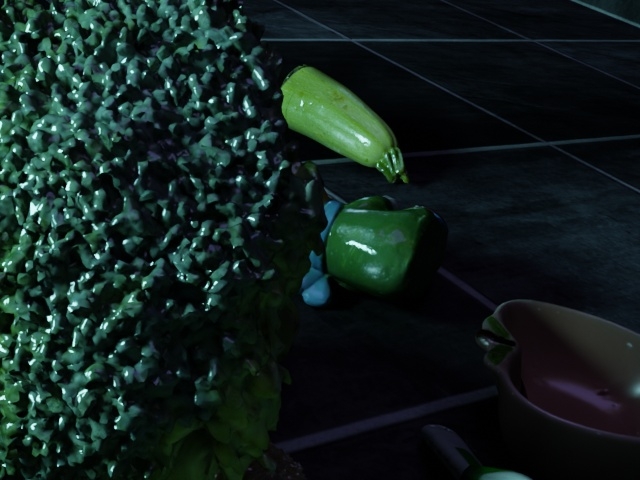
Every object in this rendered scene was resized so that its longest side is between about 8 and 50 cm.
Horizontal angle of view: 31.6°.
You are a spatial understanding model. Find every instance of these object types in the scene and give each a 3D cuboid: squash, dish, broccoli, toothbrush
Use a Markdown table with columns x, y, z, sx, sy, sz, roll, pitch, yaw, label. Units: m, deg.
| x | y | z | sx | sy | sz | roll | pitch | yaw | label |
| --- | --- | --- | --- | --- | --- | --- | --- | --- | --- |
| 0.039 | -0.140 | 1.498 | 0.094 | 0.094 | 0.224 | -15 | 44 | -45 | squash |
| 0.212 | 0.140 | 0.936 | 0.213 | 0.090 | 0.213 | 13 | 24 | -6 | dish |
| -0.107 | 0.040 | 0.753 | 0.275 | 0.397 | 0.353 | 23 | 48 | 19 | broccoli |
| 0.110 | 0.153 | 0.726 | 0.042 | 0.040 | 0.418 | 15 | 0 | -3 | toothbrush |

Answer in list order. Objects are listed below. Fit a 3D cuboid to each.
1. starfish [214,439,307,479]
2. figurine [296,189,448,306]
| x | y | z | sx | sy | sz | roll | pitch | yaw | label |
| --- | --- | --- | --- | --- | --- | --- | --- | --- | --- |
| -0.008 | 0.209 | 0.657 | 0.301 | 0.084 | 0.293 | 17 | 13 | 11 | starfish |
| 0.003 | -0.015 | 1.147 | 0.234 | 0.127 | 0.185 | 10 | 17 | 19 | figurine |
